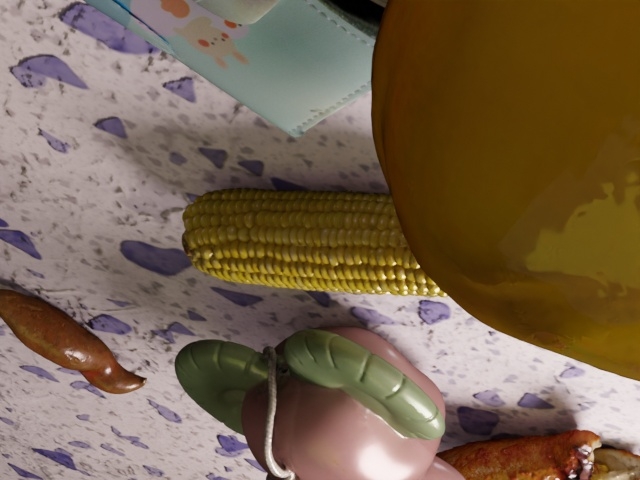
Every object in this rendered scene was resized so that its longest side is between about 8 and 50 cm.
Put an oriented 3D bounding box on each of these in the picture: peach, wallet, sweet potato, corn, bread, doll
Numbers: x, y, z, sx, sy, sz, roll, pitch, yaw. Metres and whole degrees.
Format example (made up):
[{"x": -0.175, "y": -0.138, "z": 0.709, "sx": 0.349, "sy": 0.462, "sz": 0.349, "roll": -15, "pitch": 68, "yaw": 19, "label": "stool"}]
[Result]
[{"x": 0.183, "y": -0.083, "z": 0.552, "sx": 0.289, "sy": 0.289, "sz": 0.308, "roll": 32, "pitch": 109, "yaw": -18, "label": "peach"}, {"x": -0.073, "y": -0.166, "z": 0.746, "sx": 0.250, "sy": 0.075, "sz": 0.176, "roll": 32, "pitch": 151, "yaw": -21, "label": "wallet"}, {"x": -0.276, "y": 0.112, "z": 1.332, "sx": 0.055, "sy": 0.058, "sz": 0.202, "roll": -32, "pitch": 124, "yaw": 29, "label": "sweet potato"}, {"x": 0.000, "y": 0.000, "z": 0.964, "sx": 0.248, "sy": 0.081, "sz": 0.081, "roll": 3, "pitch": 146, "yaw": 29, "label": "corn"}, {"x": 0.199, "y": 0.236, "z": 1.225, "sx": 0.139, "sy": 0.095, "sz": 0.269, "roll": 26, "pitch": 137, "yaw": -37, "label": "bread"}, {"x": 0.007, "y": 0.186, "z": 1.130, "sx": 0.284, "sy": 0.216, "sz": 0.268, "roll": -12, "pitch": 130, "yaw": 46, "label": "doll"}]
